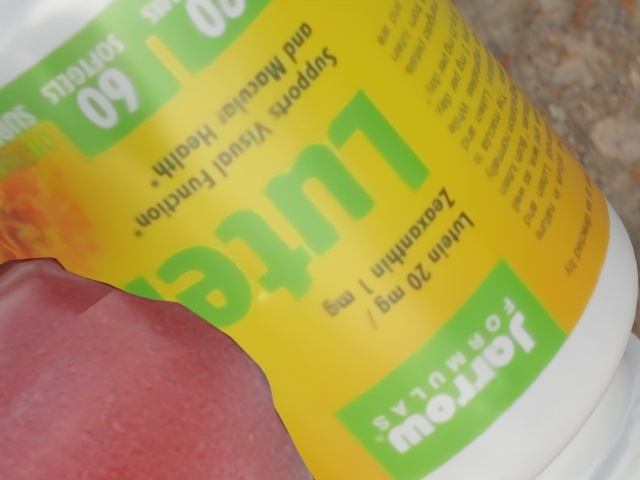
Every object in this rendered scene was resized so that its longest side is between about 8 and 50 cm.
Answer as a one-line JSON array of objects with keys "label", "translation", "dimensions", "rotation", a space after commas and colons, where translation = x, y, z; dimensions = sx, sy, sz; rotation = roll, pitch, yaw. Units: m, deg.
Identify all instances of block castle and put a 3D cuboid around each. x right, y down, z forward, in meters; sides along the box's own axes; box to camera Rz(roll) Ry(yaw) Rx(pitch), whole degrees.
[{"label": "block castle", "translation": [-0.237, -0.043, 0.364], "dimensions": [0.303, 0.453, 0.213], "rotation": [-28, 15, 44]}]

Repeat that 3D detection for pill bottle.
[{"label": "pill bottle", "translation": [0.000, 0.000, 0.541], "dimensions": [0.136, 0.246, 0.136], "rotation": [-34, 25, 18]}]
